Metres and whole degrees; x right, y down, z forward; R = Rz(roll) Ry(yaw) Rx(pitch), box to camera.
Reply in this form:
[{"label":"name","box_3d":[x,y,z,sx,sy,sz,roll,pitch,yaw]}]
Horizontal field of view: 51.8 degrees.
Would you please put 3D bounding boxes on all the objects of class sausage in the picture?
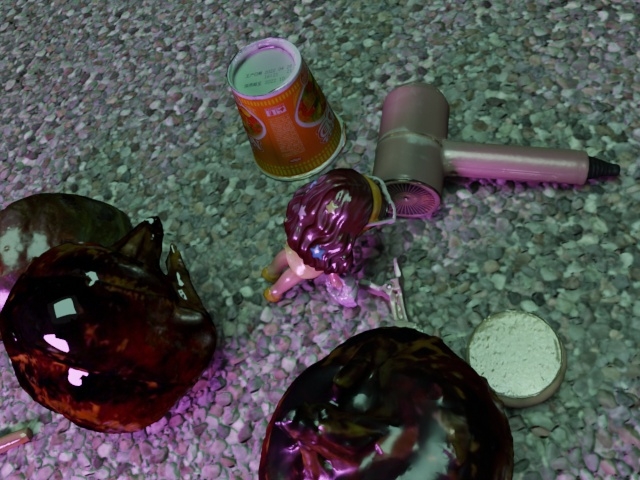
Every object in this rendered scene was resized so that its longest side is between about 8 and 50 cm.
[{"label":"sausage","box_3d":[-0.484,0.307,0.962,0.133,0.024,0.024,-24,58,1]}]

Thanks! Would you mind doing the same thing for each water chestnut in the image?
[{"label":"water chestnut","box_3d":[-0.283,0.112,0.889,0.289,0.288,0.244,27,40,27]},{"label":"water chestnut","box_3d":[0.058,0.228,0.705,0.300,0.300,0.299,-7,60,12]}]

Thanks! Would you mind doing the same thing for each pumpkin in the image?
[{"label":"pumpkin","box_3d":[-0.440,0.049,1.025,0.169,0.148,0.312,31,78,33]}]

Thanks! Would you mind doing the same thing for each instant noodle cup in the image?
[{"label":"instant noodle cup","box_3d":[-0.059,-0.210,1.033,0.169,0.185,0.168,-7,61,12]}]

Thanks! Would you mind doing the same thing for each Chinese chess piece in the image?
[{"label":"Chinese chess piece","box_3d":[0.244,0.147,0.826,0.122,0.051,0.122,-7,62,13]}]

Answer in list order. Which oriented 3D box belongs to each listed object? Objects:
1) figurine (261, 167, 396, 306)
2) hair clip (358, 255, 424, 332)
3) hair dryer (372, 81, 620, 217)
[{"label":"figurine","box_3d":[0.000,-0.001,0.911,0.116,0.240,0.174,6,50,-29]},{"label":"hair clip","box_3d":[0.117,0.127,0.883,0.072,0.034,0.225,-25,59,6]},{"label":"hair dryer","box_3d":[0.253,-0.126,0.963,0.345,0.106,0.189,6,61,9]}]
